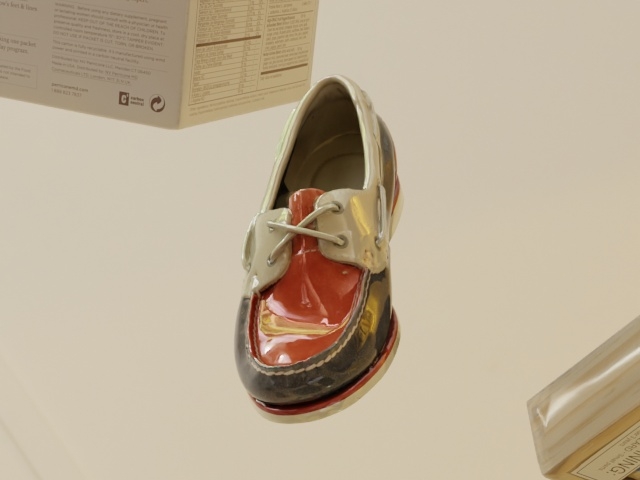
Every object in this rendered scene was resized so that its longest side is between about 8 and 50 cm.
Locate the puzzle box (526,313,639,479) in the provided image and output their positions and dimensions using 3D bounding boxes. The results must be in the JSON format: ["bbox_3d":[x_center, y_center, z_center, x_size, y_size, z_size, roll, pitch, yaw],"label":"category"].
[{"bbox_3d":[0.337,0.039,0.813,0.272,0.409,0.052,22,-138,-30],"label":"puzzle box"}]

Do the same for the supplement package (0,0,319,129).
[{"bbox_3d":[-0.119,-0.226,1.068,0.199,0.263,0.198,12,-165,22],"label":"supplement package"}]

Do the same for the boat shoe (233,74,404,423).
[{"bbox_3d":[0.000,0.000,0.488,0.049,0.043,0.137,-5,-147,14],"label":"boat shoe"}]
